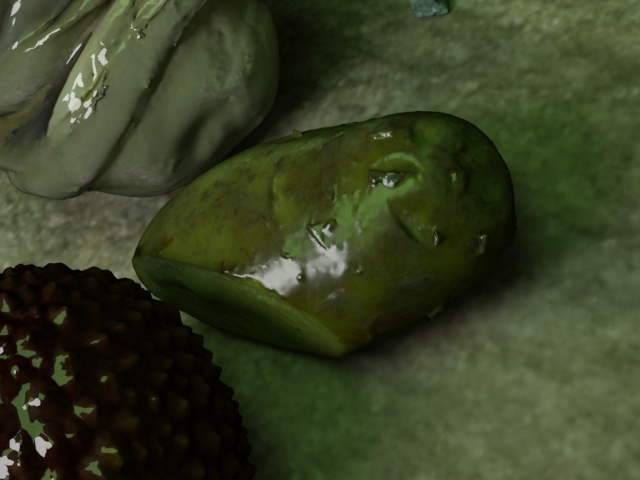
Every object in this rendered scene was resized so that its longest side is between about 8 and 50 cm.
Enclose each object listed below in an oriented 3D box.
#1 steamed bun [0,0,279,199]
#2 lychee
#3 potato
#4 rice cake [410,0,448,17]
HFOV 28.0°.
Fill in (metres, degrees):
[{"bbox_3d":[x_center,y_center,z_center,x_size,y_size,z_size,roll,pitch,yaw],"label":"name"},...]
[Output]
[{"bbox_3d":[-0.210,-0.208,1.039,0.339,0.247,0.352,17,101,32],"label":"steamed bun"},{"bbox_3d":[-0.176,0.149,0.856,0.267,0.267,0.267,-13,56,20],"label":"lychee"},{"bbox_3d":[0.000,0.000,0.934,0.298,0.141,0.176,-16,42,27],"label":"potato"},{"bbox_3d":[0.094,-0.271,1.118,0.042,0.030,0.180,-11,57,19],"label":"rice cake"}]
